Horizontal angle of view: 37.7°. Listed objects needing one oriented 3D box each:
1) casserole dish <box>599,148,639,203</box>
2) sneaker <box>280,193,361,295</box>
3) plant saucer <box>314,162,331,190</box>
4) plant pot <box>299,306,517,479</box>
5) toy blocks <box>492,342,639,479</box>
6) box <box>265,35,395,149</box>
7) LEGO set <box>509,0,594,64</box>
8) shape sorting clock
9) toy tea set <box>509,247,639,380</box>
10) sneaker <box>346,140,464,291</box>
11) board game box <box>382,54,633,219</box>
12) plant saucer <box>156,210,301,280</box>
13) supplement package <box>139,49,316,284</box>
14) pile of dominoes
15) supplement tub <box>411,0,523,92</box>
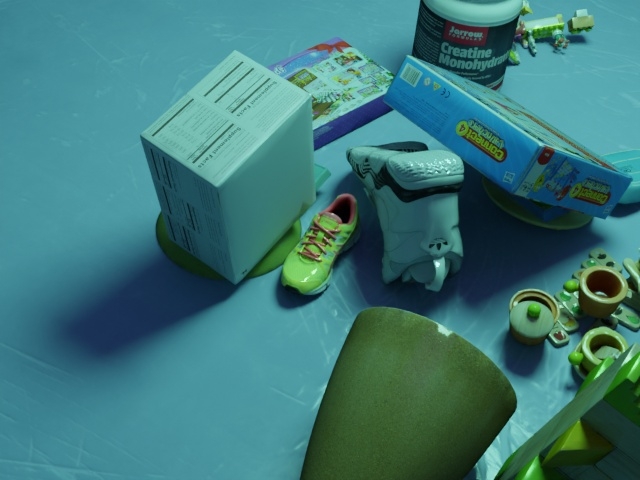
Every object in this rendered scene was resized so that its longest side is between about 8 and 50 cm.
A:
[{"bbox_3d":[0.554,-0.121,1.675,0.188,0.037,0.114,-12,46,-32],"label":"casserole dish"},{"bbox_3d":[0.000,0.000,1.480,0.081,0.094,0.208,22,48,14],"label":"sneaker"},{"bbox_3d":[-0.055,-0.076,1.554,0.067,0.018,0.192,24,48,18],"label":"plant saucer"},{"bbox_3d":[0.084,0.256,1.164,0.237,0.237,0.254,25,62,18],"label":"plant pot"},{"bbox_3d":[0.374,0.294,1.068,0.261,0.381,0.191,38,53,10],"label":"toy blocks"},{"bbox_3d":[-0.009,-0.276,1.783,0.293,0.057,0.201,-30,55,-30],"label":"box"},{"bbox_3d":[0.447,-0.432,1.958,0.286,0.132,0.107,8,57,-31],"label":"LEGO set"},{"bbox_3d":[0.382,-0.084,1.640,0.206,0.040,0.206,7,35,-5],"label":"shape sorting clock"},{"bbox_3d":[0.445,0.095,1.378,0.335,0.124,0.200,-18,53,-13],"label":"toy tea set"},{"bbox_3d":[0.131,-0.046,1.518,0.137,0.210,0.366,-5,11,-12],"label":"sneaker"},{"bbox_3d":[0.306,-0.165,1.525,0.301,0.086,0.308,10,26,-47],"label":"board game box"},{"bbox_3d":[-0.150,-0.034,1.540,0.240,0.037,0.241,2,45,-2],"label":"plant saucer"},{"bbox_3d":[-0.124,-0.103,1.381,0.145,0.262,0.204,34,64,20],"label":"supplement package"},{"bbox_3d":[0.466,0.108,1.457,0.196,0.040,0.251,32,50,24],"label":"pile of dominoes"},{"bbox_3d":[0.280,-0.413,1.797,0.191,0.272,0.191,3,45,-3],"label":"supplement tub"}]
